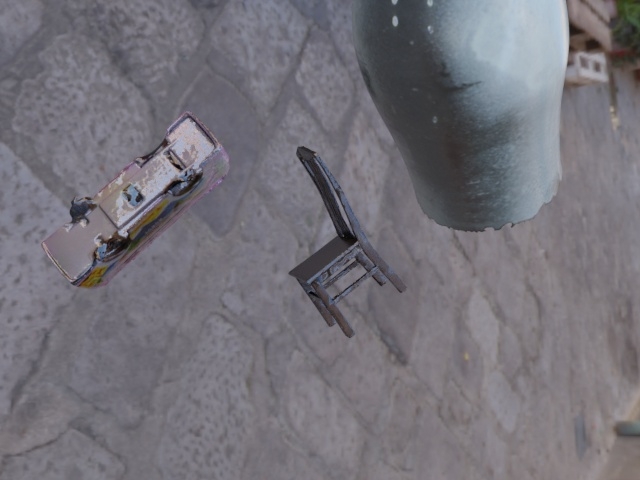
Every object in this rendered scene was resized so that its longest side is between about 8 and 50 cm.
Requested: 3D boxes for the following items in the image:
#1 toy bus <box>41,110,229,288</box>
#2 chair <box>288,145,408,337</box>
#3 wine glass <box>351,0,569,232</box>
[{"bbox_3d":[-0.246,-0.052,1.079,0.090,0.274,0.112,48,0,14],"label":"toy bus"},{"bbox_3d":[0.000,0.000,0.942,0.101,0.084,0.212,-39,104,-12],"label":"chair"},{"bbox_3d":[0.058,-0.105,0.354,0.222,0.103,0.103,68,33,-43],"label":"wine glass"}]
